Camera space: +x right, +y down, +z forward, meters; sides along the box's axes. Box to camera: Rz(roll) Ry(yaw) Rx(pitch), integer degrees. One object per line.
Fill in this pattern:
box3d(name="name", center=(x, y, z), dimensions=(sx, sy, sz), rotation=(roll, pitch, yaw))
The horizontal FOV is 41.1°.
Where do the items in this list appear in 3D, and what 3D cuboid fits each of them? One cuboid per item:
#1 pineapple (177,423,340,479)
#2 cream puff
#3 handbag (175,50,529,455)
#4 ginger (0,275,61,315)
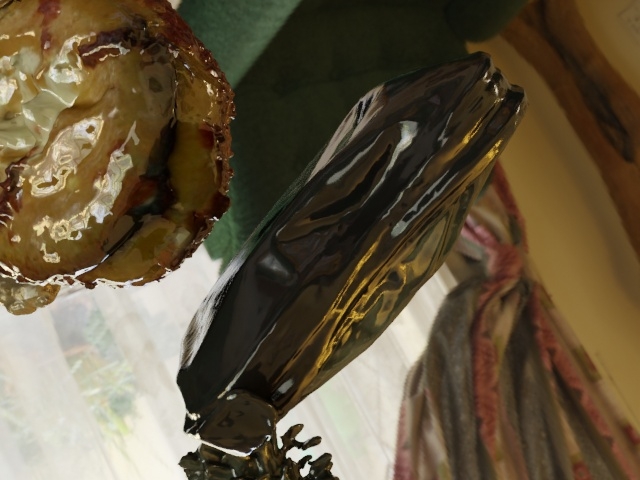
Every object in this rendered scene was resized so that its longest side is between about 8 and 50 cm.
box3d(name="pineapple", center=(-0.011, 0.250, 0.704), dimensions=(0.158, 0.278, 0.158), rotation=(-47, -179, 1))
box3d(name="cream puff", center=(-0.166, -0.074, 0.639), dimensions=(0.240, 0.240, 0.164), rotation=(-33, 157, 19))
box3d(name="handbag", center=(0.001, 0.000, 0.456), dimensions=(0.192, 0.075, 0.332), rotation=(-49, -173, -2))
box3d(name="ginger", center=(-0.379, 0.038, 1.020), dimensions=(0.070, 0.173, 0.051), rotation=(-62, 158, -3))
